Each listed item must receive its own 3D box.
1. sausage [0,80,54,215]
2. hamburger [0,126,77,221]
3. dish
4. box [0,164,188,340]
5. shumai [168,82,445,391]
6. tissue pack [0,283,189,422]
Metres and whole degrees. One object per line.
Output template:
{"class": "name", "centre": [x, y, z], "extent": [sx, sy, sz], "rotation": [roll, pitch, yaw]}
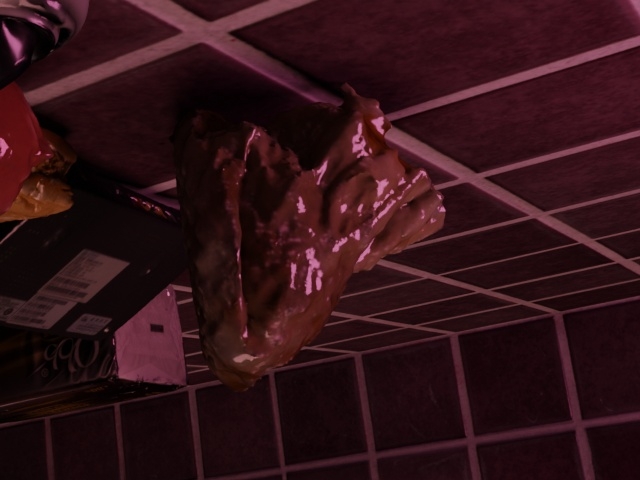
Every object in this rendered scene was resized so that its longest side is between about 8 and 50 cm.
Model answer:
{"class": "sausage", "centre": [-0.332, -0.077, 0.786], "extent": [0.254, 0.148, 0.148], "rotation": [-3, 166, -33]}
{"class": "hamburger", "centre": [-0.306, -0.062, 0.978], "extent": [0.147, 0.083, 0.138], "rotation": [-10, 171, 16]}
{"class": "dish", "centre": [-0.225, -0.137, 0.712], "extent": [0.141, 0.078, 0.141], "rotation": [-8, 167, -2]}
{"class": "box", "centre": [-0.283, 0.023, 1.218], "extent": [0.211, 0.058, 0.350], "rotation": [-40, 159, 10]}
{"class": "shumai", "centre": [0.000, 0.000, 0.982], "extent": [0.262, 0.267, 0.314], "rotation": [-9, -152, -5]}
{"class": "tissue pack", "centre": [-0.409, 0.164, 1.624], "extent": [0.370, 0.198, 0.210], "rotation": [-14, 162, 22]}
